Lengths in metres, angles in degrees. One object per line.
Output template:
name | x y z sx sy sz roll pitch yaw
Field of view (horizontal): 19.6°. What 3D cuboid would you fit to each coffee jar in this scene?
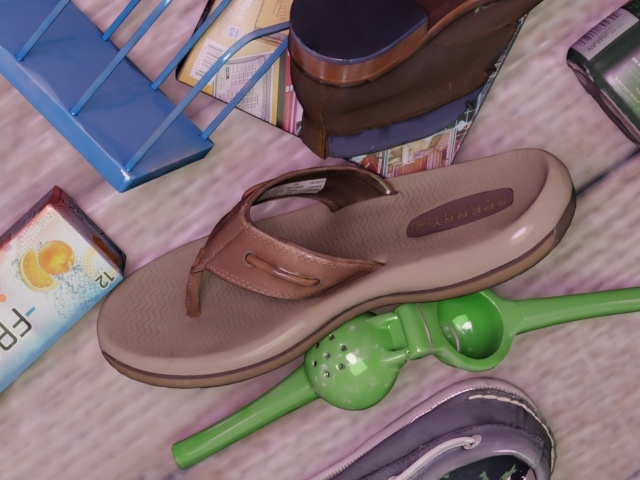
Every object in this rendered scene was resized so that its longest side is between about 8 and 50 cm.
coffee jar | 0.235 -0.129 1.043 0.184 0.079 0.096 -41 101 6

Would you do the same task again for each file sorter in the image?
file sorter | -0.110 -0.128 0.960 0.170 0.118 0.104 44 110 5

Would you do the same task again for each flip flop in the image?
flip flop | 0.000 0.000 1.007 0.277 0.112 0.080 -17 131 19

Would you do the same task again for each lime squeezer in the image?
lime squeezer | 0.058 0.069 1.058 0.310 0.059 0.110 -19 144 -1

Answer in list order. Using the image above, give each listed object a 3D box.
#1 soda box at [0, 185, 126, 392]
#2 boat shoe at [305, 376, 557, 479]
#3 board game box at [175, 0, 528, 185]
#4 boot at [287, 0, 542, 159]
soda box | -0.195 0.054 1.057 0.183 0.058 0.063 -42 102 6
boat shoe | 0.007 0.205 1.088 0.319 0.099 0.116 -40 103 4
board game box | 0.044 -0.166 1.037 0.165 0.042 0.243 25 99 -10
boot | 0.072 -0.124 0.999 0.219 0.106 0.082 -27 63 -21
